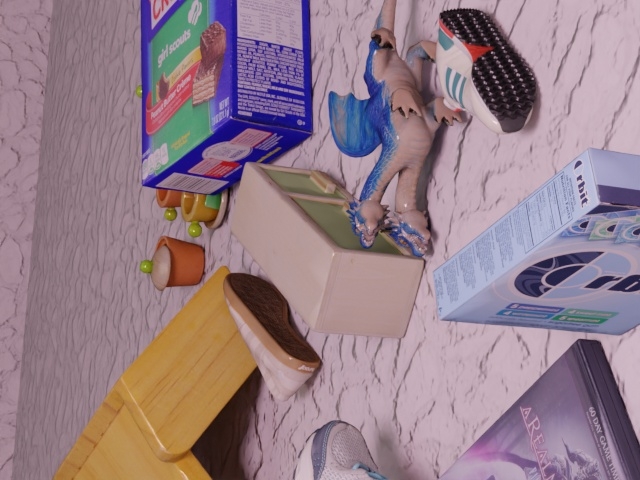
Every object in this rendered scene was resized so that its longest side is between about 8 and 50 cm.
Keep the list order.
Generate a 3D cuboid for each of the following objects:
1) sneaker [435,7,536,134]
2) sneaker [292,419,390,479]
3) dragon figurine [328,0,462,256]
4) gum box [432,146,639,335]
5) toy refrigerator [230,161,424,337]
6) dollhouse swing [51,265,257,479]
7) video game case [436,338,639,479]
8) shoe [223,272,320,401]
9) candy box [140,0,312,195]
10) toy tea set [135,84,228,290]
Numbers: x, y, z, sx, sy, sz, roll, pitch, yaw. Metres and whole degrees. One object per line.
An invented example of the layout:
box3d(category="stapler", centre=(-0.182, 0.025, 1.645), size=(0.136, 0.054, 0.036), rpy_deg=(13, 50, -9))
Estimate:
box3d(category="sneaker", centre=(0.141, -0.133, 1.070), size=(0.075, 0.057, 0.161), rpy_deg=(97, 160, -44))
box3d(category="sneaker", centre=(0.070, 0.255, 1.038), size=(0.122, 0.110, 0.283), rpy_deg=(-49, 41, 24))
box3d(category="dragon figurine", centre=(0.062, -0.126, 1.185), size=(0.144, 0.085, 0.289), rpy_deg=(-53, 40, 47))
box3d(category="gum box", centre=(0.187, 0.008, 0.801), size=(0.184, 0.157, 0.041), rpy_deg=(135, 135, -55))
box3d(category="toy refrigerator", centre=(0.000, 0.000, 1.272), size=(0.269, 0.102, 0.094), rpy_deg=(-134, 55, -60))
box3d(category="dollhouse swing", centre=(-0.142, 0.287, 1.564), size=(0.315, 0.305, 0.347), rpy_deg=(-50, -2, -41))
box3d(category="video game case", centre=(0.166, 0.232, 0.954), size=(0.274, 0.026, 0.196), rpy_deg=(122, 145, -45))
box3d(category="shoe", centre=(-0.068, 0.107, 1.424), size=(0.219, 0.076, 0.058), rpy_deg=(52, 126, 54))
box3d(category="candy box", centre=(-0.127, -0.249, 1.559), size=(0.268, 0.122, 0.317), rpy_deg=(-27, 60, 54))
box3d(category="toy tea set", centre=(-0.218, -0.099, 1.734), size=(0.200, 0.124, 0.336), rpy_deg=(144, 128, -58))
